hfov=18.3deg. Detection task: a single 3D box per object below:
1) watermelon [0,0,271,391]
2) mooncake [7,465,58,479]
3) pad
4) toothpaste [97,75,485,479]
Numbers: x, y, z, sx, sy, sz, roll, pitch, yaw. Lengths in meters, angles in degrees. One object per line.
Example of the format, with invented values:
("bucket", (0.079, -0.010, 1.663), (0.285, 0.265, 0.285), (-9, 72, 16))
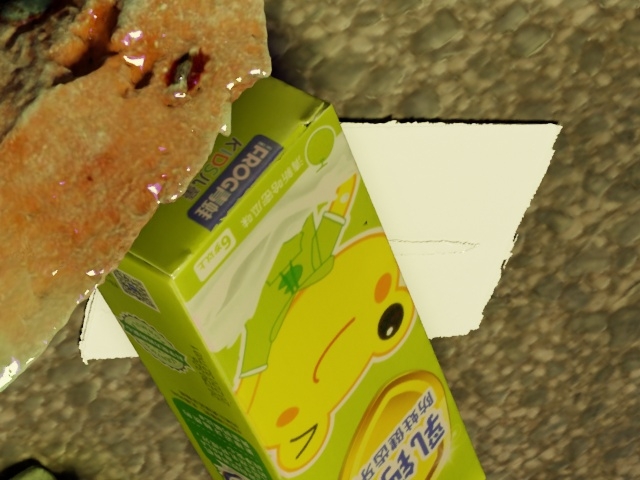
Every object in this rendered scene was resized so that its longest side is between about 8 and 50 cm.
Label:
("watermelon", (-0.112, -0.048, 0.817), (0.241, 0.154, 0.094), (-41, 137, -3))
("mooncake", (-0.170, 0.270, 1.083), (0.254, 0.136, 0.250), (-32, 133, 6))
("pad", (0.000, 0.000, 0.994), (0.232, 0.004, 0.156), (-3, 133, -24))
("toothpaste", (-0.012, 0.058, 0.951), (0.110, 0.077, 0.327), (-50, 143, -21))
